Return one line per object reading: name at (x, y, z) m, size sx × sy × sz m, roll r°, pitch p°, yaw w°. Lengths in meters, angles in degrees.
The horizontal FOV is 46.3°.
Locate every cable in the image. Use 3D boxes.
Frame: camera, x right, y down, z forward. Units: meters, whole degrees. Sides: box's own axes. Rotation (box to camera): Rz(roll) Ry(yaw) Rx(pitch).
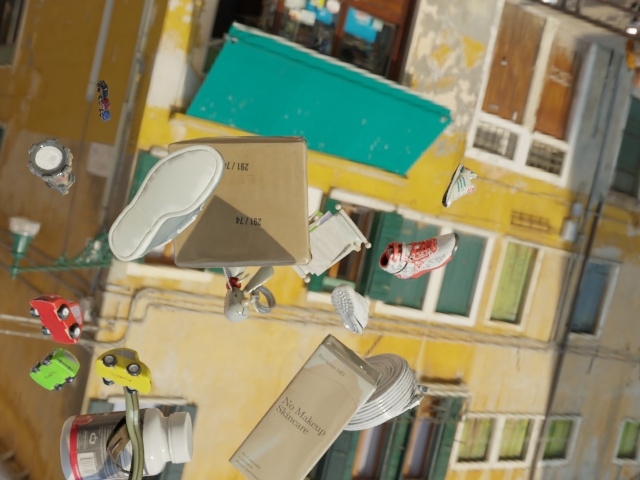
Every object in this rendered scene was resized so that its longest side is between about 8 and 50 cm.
cable at (0.129, 0.400, 1.987) m, size 0.257 × 0.089 × 0.257 m, roll -30°, pitch -163°, yaw -14°

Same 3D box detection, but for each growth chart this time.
growth chart at (0.000, 0.000, 2.011) m, size 0.237 × 0.172 × 0.021 m, roll -31°, pitch 175°, yaw -21°

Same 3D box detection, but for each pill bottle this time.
pill bottle at (-0.506, 0.537, 1.980) m, size 0.319 × 0.176 × 0.176 m, roll -5°, pitch -176°, yaw -3°

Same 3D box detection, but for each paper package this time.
paper package at (-0.185, -0.094, 1.790) m, size 0.325 × 0.309 × 0.168 m, roll -2°, pitch -173°, yaw -1°

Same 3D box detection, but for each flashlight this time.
flashlight at (-0.663, -0.185, 1.863) m, size 0.103 × 0.103 × 0.304 m, roll 32°, pitch 172°, yaw -13°

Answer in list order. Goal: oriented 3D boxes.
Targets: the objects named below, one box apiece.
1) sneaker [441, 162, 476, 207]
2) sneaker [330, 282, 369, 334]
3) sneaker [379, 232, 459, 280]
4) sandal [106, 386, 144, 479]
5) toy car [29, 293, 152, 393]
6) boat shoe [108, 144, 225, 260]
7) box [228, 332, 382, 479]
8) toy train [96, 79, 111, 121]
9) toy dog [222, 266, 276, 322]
sneaker at (0.424, -0.158, 2.257) m, size 0.075 × 0.161 × 0.057 m, roll 26°, pitch 150°, yaw 3°
sneaker at (0.103, 0.205, 2.438) m, size 0.090 × 0.095 × 0.235 m, roll 22°, pitch 148°, yaw 32°
sneaker at (0.305, 0.039, 2.381) m, size 0.145 × 0.090 × 0.270 m, roll 23°, pitch 142°, yaw -28°
sandal at (-0.469, 0.462, 1.783) m, size 0.086 × 0.302 × 0.120 m, roll -4°, pitch 177°, yaw -16°
toy car at (-0.410, 0.189, 1.246) m, size 0.225 × 0.053 × 0.239 m, roll -30°, pitch 114°, yaw 38°
boat shoe at (-0.286, -0.076, 1.452) m, size 0.116 × 0.319 × 0.099 m, roll 55°, pitch -153°, yaw 11°
box at (-0.028, 0.354, 1.503) m, size 0.148 × 0.311 × 0.121 m, roll 37°, pitch -171°, yaw 7°
toy train at (-0.589, -0.377, 2.043) m, size 0.036 × 0.027 × 0.158 m, roll 46°, pitch 152°, yaw 14°
toy dog at (-0.220, 0.054, 2.160) m, size 0.220 × 0.333 × 0.161 m, roll -8°, pitch 159°, yaw -45°
